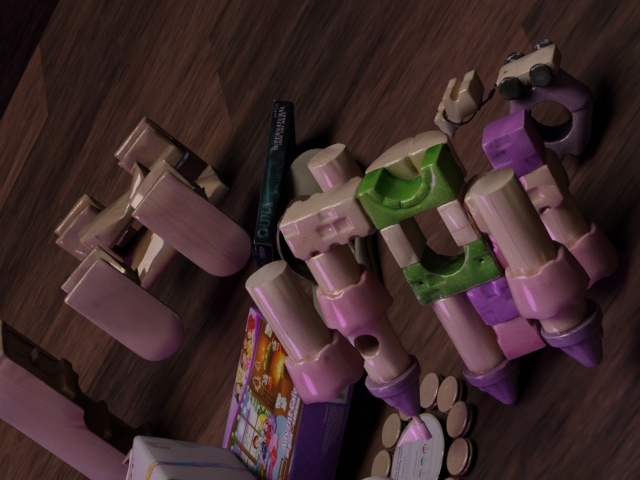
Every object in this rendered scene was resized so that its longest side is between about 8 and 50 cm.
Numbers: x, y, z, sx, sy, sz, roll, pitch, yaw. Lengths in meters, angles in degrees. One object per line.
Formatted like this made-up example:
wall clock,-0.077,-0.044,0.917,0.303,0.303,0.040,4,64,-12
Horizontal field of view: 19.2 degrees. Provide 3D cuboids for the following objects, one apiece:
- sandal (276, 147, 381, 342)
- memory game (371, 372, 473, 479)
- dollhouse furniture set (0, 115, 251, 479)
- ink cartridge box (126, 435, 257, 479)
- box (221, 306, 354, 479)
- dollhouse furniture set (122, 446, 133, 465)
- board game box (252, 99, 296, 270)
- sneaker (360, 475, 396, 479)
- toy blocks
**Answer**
sandal,0.001,0.000,2.109,0.120,0.086,0.303,-55,30,32
memory game,0.099,0.220,1.851,0.186,0.012,0.186,-43,38,48
dollhouse furniture set,-0.223,0.093,2.387,0.394,0.256,0.362,-51,16,4
ink cartridge box,-0.135,0.330,1.940,0.278,0.117,0.201,-155,75,-75
box,-0.049,0.240,2.036,0.201,0.057,0.293,-145,64,-65
dollhouse furniture set,-0.192,0.302,2.284,0.091,0.114,0.081,-44,41,43
board game box,-0.054,-0.058,2.266,0.126,0.026,0.186,88,-171,-68
sneaker,0.006,0.328,1.863,0.118,0.110,0.292,-87,21,-56
toy blocks,0.136,0.033,1.704,0.288,0.260,0.309,-23,22,24
